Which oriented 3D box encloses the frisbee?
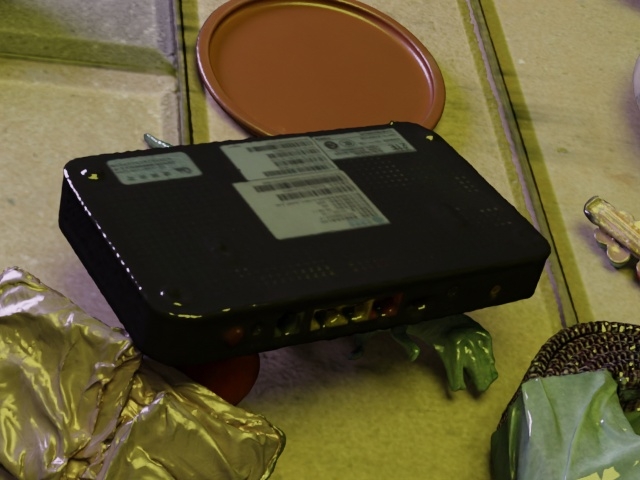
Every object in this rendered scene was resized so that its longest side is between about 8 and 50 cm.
[{"bbox_3d":[0.001,-0.164,1.392,0.251,0.021,0.250,10,46,-10],"label":"frisbee"}]

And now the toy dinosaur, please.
[{"bbox_3d":[-0.029,0.020,1.168,0.383,0.076,0.129,37,40,12],"label":"toy dinosaur"}]

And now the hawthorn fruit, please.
[{"bbox_3d":[-0.096,0.102,1.067,0.081,0.081,0.093,31,75,12],"label":"hawthorn fruit"}]

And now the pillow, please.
[{"bbox_3d":[-0.159,0.126,1.002,0.248,0.049,0.135,31,76,13],"label":"pillow"}]

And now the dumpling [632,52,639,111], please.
[{"bbox_3d":[0.409,-0.147,1.456,0.172,0.142,0.247,50,34,-18],"label":"dumpling"}]

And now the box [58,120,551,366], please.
[{"bbox_3d":[-0.010,-0.007,1.112,0.350,0.058,0.211,-9,38,-31],"label":"box"}]

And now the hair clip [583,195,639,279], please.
[{"bbox_3d":[0.323,0.035,1.289,0.062,0.056,0.214,-36,56,-23],"label":"hair clip"}]

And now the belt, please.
[{"bbox_3d":[0.265,0.200,1.056,0.260,0.122,0.325,-8,49,-31],"label":"belt"}]
